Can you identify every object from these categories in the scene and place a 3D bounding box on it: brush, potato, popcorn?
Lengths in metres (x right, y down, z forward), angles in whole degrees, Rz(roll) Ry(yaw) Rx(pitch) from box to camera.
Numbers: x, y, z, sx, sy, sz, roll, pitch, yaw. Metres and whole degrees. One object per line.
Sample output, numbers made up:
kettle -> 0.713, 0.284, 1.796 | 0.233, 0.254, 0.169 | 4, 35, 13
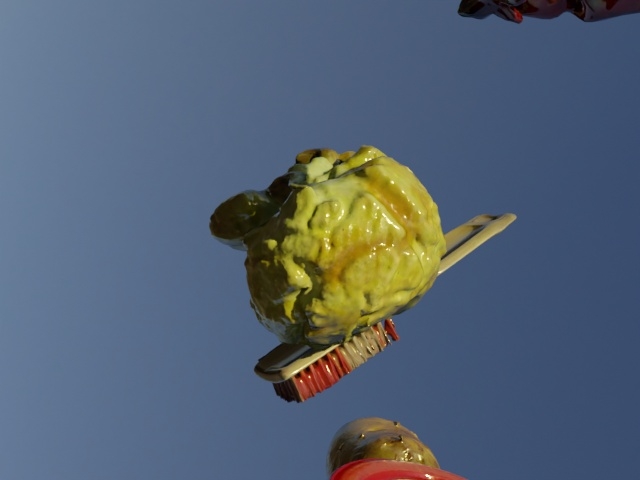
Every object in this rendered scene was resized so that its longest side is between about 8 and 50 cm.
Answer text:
brush -> 0.075, 0.060, 1.068 | 0.060, 0.321, 0.050 | -2, -64, 55
potato -> 0.076, 0.283, 1.320 | 0.176, 0.137, 0.137 | -135, -113, -78
popcorn -> 0.000, 0.000, 0.970 | 0.213, 0.198, 0.197 | 31, -79, 32

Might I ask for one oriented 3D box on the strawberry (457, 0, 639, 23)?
strawberry -> 0.153, -0.288, 0.684 | 0.261, 0.261, 0.257 | -45, -144, 34

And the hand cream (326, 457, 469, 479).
hand cream -> 0.069, 0.247, 0.748 | 0.193, 0.193, 0.125 | 44, -62, 54
